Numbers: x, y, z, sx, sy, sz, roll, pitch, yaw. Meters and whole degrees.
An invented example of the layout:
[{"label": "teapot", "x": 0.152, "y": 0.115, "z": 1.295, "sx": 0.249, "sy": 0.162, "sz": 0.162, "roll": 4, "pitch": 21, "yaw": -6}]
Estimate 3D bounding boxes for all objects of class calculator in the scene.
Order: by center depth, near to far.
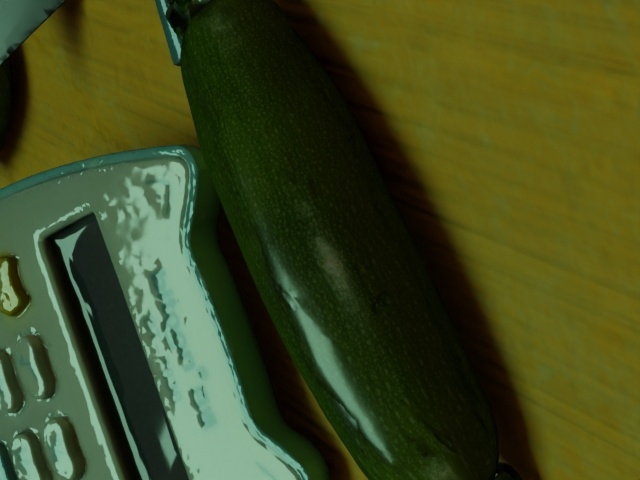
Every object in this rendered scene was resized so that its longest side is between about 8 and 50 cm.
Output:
[{"label": "calculator", "x": -0.160, "y": 0.102, "z": 1.109, "sx": 0.386, "sy": 0.054, "sz": 0.256, "roll": -25, "pitch": 82, "yaw": 36}]

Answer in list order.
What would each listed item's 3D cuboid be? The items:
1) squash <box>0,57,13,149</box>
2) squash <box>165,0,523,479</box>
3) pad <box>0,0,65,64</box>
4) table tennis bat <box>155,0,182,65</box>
[{"label": "squash", "x": -0.264, "y": -0.093, "z": 1.403, "sx": 0.077, "sy": 0.068, "sz": 0.219, "roll": 41, "pitch": 156, "yaw": -1}, {"label": "squash", "x": 0.000, "y": -0.002, "z": 0.816, "sx": 0.318, "sy": 0.071, "sz": 0.080, "roll": 62, "pitch": 158, "yaw": 25}, {"label": "pad", "x": -0.242, "y": -0.189, "z": 1.177, "sx": 0.127, "sy": 0.004, "sz": 0.190, "roll": -40, "pitch": 82, "yaw": 21}, {"label": "table tennis bat", "x": -0.086, "y": -0.165, "z": 0.978, "sx": 0.100, "sy": 0.019, "sz": 0.155, "roll": -13, "pitch": 92, "yaw": 69}]
